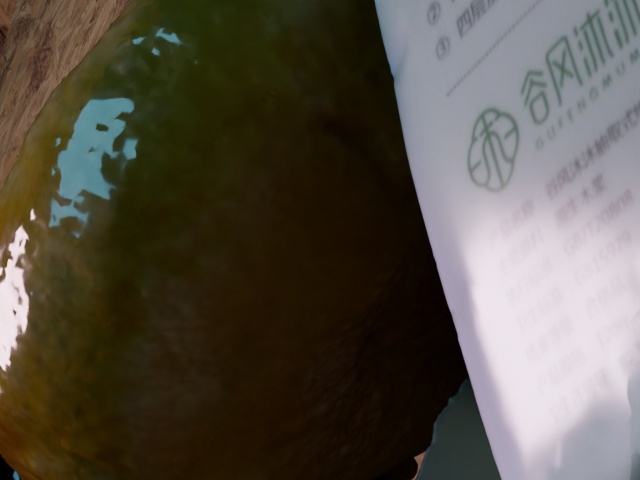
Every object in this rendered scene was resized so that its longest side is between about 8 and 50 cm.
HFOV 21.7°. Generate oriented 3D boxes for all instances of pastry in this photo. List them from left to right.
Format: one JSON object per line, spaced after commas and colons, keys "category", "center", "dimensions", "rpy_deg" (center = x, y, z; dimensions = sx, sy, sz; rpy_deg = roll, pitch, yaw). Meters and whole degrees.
{"category": "pastry", "center": [0.000, 0.000, 0.775], "dimensions": [0.164, 0.356, 0.356], "rpy_deg": [46, 120, 26]}

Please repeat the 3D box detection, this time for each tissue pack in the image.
{"category": "tissue pack", "center": [0.193, -0.077, 0.500], "dimensions": [0.356, 0.193, 0.266], "rpy_deg": [-43, 52, 48]}

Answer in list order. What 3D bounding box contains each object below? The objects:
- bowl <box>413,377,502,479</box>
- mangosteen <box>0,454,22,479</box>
{"category": "bowl", "center": [0.092, 0.164, 0.636], "dimensions": [0.211, 0.112, 0.211], "rpy_deg": [12, -90, -70]}
{"category": "mangosteen", "center": [-0.233, 0.236, 1.171], "dimensions": [0.300, 0.300, 0.300], "rpy_deg": [-50, 29, 41]}
